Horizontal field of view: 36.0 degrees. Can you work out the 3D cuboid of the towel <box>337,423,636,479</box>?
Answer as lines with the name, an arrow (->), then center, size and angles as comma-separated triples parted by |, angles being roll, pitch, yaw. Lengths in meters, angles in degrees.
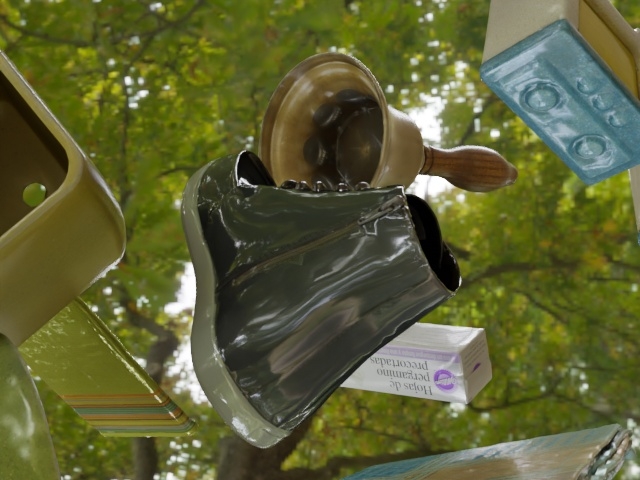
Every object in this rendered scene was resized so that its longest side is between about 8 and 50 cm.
towel -> 0.089, 0.195, 0.751 | 0.370, 0.272, 0.040 | 12, -116, -68

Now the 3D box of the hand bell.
hand bell -> 0.081, -0.062, 0.781 | 0.242, 0.126, 0.126 | 6, -95, -46

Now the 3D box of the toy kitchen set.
toy kitchen set -> 0.193, -0.063, 0.376 | 0.166, 0.207, 0.122 | 38, -139, -31

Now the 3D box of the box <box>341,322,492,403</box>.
box -> 0.033, 0.127, 1.123 | 0.067, 0.324, 0.063 | -34, -61, -50

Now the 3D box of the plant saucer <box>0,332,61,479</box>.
plant saucer -> -0.158, 0.161, 0.434 | 0.037, 0.241, 0.240 | -1, -89, -31

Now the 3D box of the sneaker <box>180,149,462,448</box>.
sneaker -> 0.000, 0.000, 0.500 | 0.083, 0.118, 0.222 | 50, -167, -30

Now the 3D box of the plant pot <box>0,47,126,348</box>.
plant pot -> -0.226, -0.018, 0.527 | 0.212, 0.212, 0.187 | -41, -16, -1

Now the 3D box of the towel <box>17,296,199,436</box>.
towel -> -0.195, 0.110, 0.846 | 0.237, 0.102, 0.021 | 63, -152, -49
